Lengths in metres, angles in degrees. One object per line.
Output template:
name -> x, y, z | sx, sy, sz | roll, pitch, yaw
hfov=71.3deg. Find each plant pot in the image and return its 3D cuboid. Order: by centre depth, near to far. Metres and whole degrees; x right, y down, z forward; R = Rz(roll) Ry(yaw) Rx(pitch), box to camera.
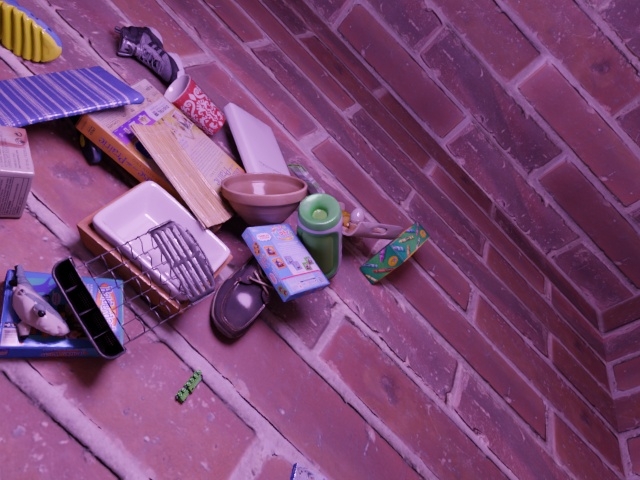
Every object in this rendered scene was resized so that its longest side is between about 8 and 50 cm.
plant pot -> -0.157, -0.110, 1.247 | 0.237, 0.110, 0.237 | 4, 23, -2

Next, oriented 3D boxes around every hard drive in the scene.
hard drive -> -0.193, -0.280, 1.512 | 0.233, 0.047, 0.354 | 19, 43, -57

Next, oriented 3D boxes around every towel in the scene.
towel -> -0.625, -0.338, 1.056 | 0.243, 0.040, 0.335 | 35, 45, 30
towel -> -0.051, -0.210, 1.579 | 0.023, 0.113, 0.152 | -49, 117, -12

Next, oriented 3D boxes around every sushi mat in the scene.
sushi mat -> -0.349, -0.170, 1.144 | 0.317, 0.019, 0.151 | 53, 19, -1

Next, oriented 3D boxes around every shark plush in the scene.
shark plush -> -0.528, 0.116, 0.820 | 0.161, 0.073, 0.067 | 38, 13, 21

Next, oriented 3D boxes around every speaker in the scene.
speaker -> 0.000, 0.000, 1.295 | 0.131, 0.297, 0.131 | -1, 55, 1

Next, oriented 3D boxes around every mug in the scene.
mug -> -0.398, -0.429, 1.416 | 0.169, 0.113, 0.150 | 41, 8, -45

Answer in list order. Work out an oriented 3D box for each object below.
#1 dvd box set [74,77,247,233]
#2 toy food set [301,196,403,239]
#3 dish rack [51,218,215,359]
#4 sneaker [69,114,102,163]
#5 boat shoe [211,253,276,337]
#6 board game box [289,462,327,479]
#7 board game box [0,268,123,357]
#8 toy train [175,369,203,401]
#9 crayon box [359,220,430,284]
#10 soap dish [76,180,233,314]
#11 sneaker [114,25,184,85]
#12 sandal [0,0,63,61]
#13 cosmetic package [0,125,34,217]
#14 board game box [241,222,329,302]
dvd box set -> -0.404, -0.237, 1.241 | 0.420, 0.062, 0.308 | 42, 32, -19
toy food set -> 0.102, -0.089, 1.542 | 0.219, 0.093, 0.306 | 4, 18, -43
dish rack -> -0.354, 0.082, 0.897 | 0.271, 0.074, 0.209 | -31, 91, -27
sneaker -> -0.589, -0.291, 1.159 | 0.082, 0.069, 0.210 | -7, 62, -47
boat shoe -> -0.167, 0.100, 1.179 | 0.132, 0.130, 0.356 | 39, 38, -11
board game box -> -0.031, 0.561, 0.996 | 0.090, 0.020, 0.090 | 36, 39, -15
board game box -> -0.502, 0.146, 0.876 | 0.210, 0.047, 0.160 | 12, 50, -37
toy train -> -0.282, 0.315, 0.969 | 0.024, 0.017, 0.083 | 53, 36, -10
crayon box -> 0.277, 0.041, 1.641 | 0.081, 0.165, 0.278 | 52, 37, 5
soap dish -> -0.381, 0.018, 1.052 | 0.290, 0.118, 0.229 | 42, 37, -7
sneaker -> -0.559, -0.593, 1.437 | 0.153, 0.101, 0.269 | -16, 64, -49
sandal -> -0.824, -0.596, 1.161 | 0.317, 0.126, 0.138 | 33, 35, -21
cosmetic package -> -0.721, -0.137, 0.827 | 0.296, 0.153, 0.129 | -1, 57, -47
board game box -> -0.089, 0.050, 1.165 | 0.160, 0.039, 0.212 | -9, 59, -52
